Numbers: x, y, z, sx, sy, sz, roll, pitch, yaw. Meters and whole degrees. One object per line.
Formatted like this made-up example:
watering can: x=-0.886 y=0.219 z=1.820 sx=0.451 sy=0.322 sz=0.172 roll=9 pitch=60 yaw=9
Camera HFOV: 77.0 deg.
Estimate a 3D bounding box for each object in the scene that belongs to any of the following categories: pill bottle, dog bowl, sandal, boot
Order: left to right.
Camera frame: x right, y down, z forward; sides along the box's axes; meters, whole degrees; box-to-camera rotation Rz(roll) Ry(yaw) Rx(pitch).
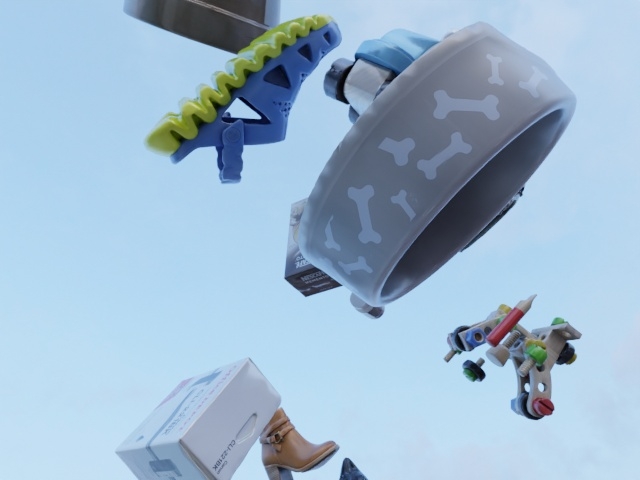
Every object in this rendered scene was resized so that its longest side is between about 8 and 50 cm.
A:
sandal: x=-0.094 y=-0.199 z=0.590 sx=0.317 sy=0.126 sz=0.138 roll=-38 pitch=-61 yaw=5
boot: x=-0.063 y=0.457 z=0.928 sx=0.197 sy=0.152 sz=0.073 roll=-33 pitch=-34 yaw=11
pill bottle: x=0.152 y=0.205 z=1.313 sx=0.078 sy=0.078 sz=0.137 roll=-30 pitch=-35 yaw=14
dog bowl: x=0.140 y=-0.059 z=0.475 sx=0.349 sy=0.102 sz=0.348 roll=-36 pitch=-23 yaw=-18

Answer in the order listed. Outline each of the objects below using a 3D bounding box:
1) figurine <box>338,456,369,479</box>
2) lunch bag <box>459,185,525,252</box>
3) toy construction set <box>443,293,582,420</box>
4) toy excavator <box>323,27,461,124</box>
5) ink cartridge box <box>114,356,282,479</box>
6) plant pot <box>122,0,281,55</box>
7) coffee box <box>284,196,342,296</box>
figurine: x=0.051 y=0.457 z=0.553 sx=0.092 sy=0.215 sz=0.209 roll=-33 pitch=-91 yaw=32
lunch bag: x=0.459 y=-0.108 z=1.273 sx=0.256 sy=0.212 sz=0.305 roll=-8 pitch=-32 yaw=-40
toy construction set: x=0.445 y=0.210 z=0.885 sx=0.237 sy=0.257 sz=0.308 roll=-41 pitch=-35 yaw=-15
toy excavator: x=0.286 y=-0.462 z=1.092 sx=0.445 sy=0.222 sz=0.433 roll=-54 pitch=-32 yaw=7
ink cartridge box: x=-0.234 y=0.355 z=0.775 sx=0.273 sy=0.197 sz=0.114 roll=-28 pitch=-79 yaw=38
plant pot: x=-0.203 y=-0.545 z=0.803 sx=0.323 sy=0.323 sz=0.280 roll=14 pitch=-65 yaw=-13
coffee box: x=0.000 y=0.000 z=1.202 sx=0.168 sy=0.297 sz=0.119 roll=-20 pitch=-45 yaw=23
